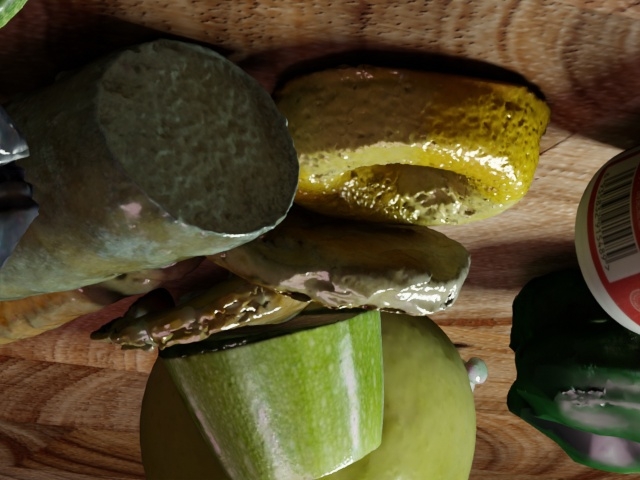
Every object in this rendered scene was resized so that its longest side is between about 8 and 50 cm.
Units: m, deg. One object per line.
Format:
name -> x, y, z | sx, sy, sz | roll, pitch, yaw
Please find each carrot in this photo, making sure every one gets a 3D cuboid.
carrot -> -0.164, 0.015, 1.324 | 0.263, 0.102, 0.102 | -13, 158, 38

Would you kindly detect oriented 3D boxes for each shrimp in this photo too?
shrimp -> -0.077, 0.043, 1.297 | 0.173, 0.058, 0.253 | -18, -176, 2

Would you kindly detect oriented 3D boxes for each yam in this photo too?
yam -> -0.177, -0.030, 1.104 | 0.330, 0.133, 0.133 | -13, 158, 37

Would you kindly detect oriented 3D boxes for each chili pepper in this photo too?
chili pepper -> 0.280, 0.102, 1.456 | 0.261, 0.165, 0.174 | 3, 145, 8

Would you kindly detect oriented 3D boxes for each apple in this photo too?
apple -> -0.011, 0.172, 1.560 | 0.292, 0.254, 0.292 | 4, 160, 1

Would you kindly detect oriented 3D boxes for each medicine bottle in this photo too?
medicine bottle -> 0.273, -0.022, 1.092 | 0.131, 0.131, 0.250 | 11, 161, -29

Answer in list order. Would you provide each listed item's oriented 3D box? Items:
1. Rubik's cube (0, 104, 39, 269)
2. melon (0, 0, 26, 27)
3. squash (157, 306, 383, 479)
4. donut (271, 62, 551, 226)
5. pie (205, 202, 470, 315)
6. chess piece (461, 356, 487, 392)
Rubik's cube -> -0.334, -0.023, 0.658 | 0.310, 0.305, 0.307 | 8, 144, 34
melon -> -0.238, -0.129, 0.840 | 0.209, 0.118, 0.064 | -5, -177, -21
squash -> -0.026, 0.107, 1.353 | 0.170, 0.123, 0.170 | -16, -174, 2
donut -> 0.053, -0.054, 1.120 | 0.178, 0.065, 0.162 | 5, 164, -7
pie -> 0.000, 0.000, 1.190 | 0.195, 0.046, 0.195 | 14, -166, -4
chess piece -> 0.059, 0.171, 1.802 | 0.271, 0.139, 0.139 | -26, 150, 36
